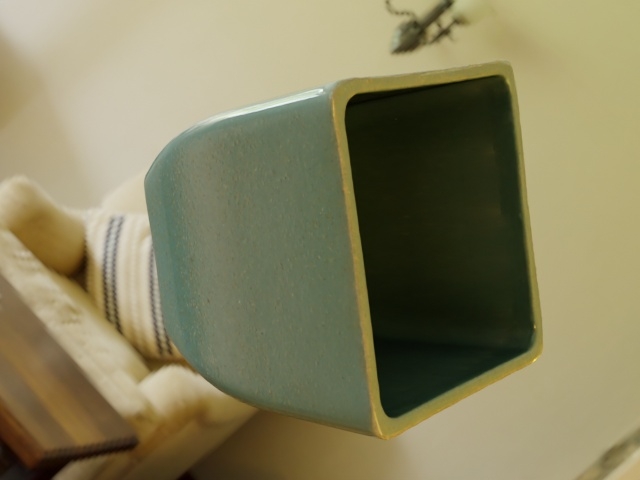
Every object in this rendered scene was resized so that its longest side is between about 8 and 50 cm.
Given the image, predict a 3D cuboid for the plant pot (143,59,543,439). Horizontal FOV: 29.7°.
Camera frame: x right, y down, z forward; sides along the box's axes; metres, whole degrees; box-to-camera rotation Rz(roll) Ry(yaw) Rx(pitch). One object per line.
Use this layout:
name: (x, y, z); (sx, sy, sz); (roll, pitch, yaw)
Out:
plant pot: (0.000, 0.000, 0.966); (0.247, 0.252, 0.247); (-16, 101, -51)
